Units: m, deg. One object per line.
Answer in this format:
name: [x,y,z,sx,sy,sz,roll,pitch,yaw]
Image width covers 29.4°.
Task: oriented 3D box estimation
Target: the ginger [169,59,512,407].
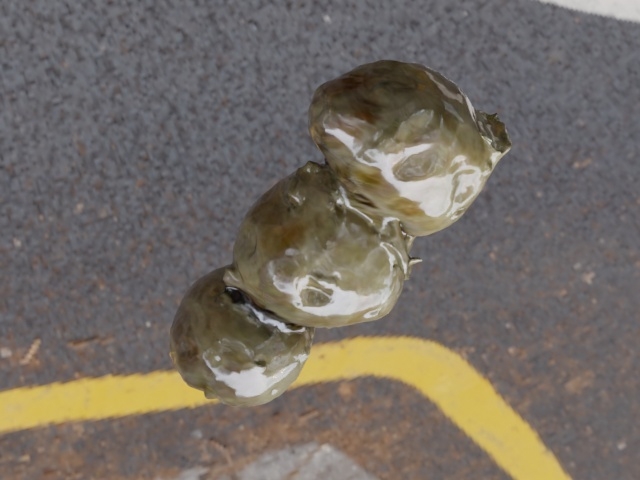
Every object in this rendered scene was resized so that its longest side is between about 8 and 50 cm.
ginger: [0.000,0.000,0.604,0.104,0.080,0.204,21,118,-33]
